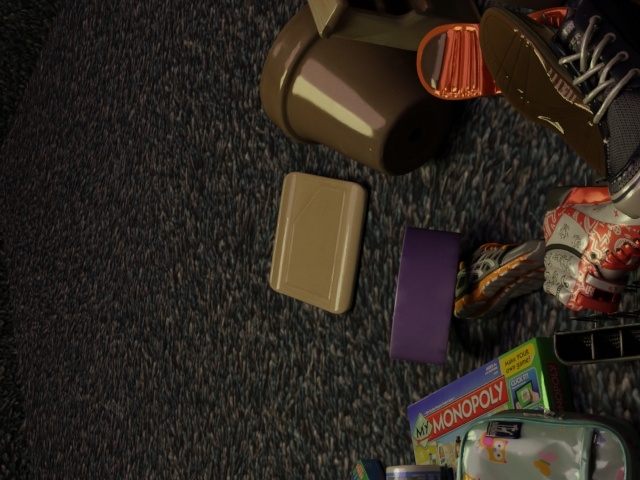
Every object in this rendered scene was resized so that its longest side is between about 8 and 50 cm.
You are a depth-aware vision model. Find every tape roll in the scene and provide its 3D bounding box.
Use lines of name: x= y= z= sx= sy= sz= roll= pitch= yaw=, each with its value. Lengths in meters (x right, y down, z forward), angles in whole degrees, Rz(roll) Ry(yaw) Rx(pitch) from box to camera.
tape roll: x=0.148 y=0.078 z=1.862 sx=0.189 sy=0.080 sz=0.189 roll=6 pitch=-90 yaw=-85

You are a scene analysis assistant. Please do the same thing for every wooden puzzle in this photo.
wooden puzzle: x=0.000 y=0.000 z=2.284 sx=0.238 sy=0.044 sz=0.221 roll=15 pitch=98 yaw=56

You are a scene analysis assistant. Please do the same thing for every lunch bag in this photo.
lunch bag: x=0.278 y=0.335 z=1.576 sx=0.224 sy=0.108 sz=0.279 roll=0 pitch=88 yaw=30

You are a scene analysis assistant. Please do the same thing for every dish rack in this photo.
dish rack: x=0.368 y=0.011 z=1.571 sx=0.208 sy=0.074 sz=0.272 roll=-15 pitch=71 yaw=58

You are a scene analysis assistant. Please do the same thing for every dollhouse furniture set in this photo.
dollhouse furniture set: x=0.169 y=-0.461 z=1.822 sx=0.394 sy=0.256 sz=0.362 roll=-56 pitch=40 yaw=42

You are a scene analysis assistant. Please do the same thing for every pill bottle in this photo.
pill bottle: x=0.132 y=0.382 z=1.839 sx=0.078 sy=0.078 sz=0.137 roll=-21 pitch=68 yaw=59

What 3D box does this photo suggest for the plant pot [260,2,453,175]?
plant pot: x=0.078 y=-0.221 z=2.005 sx=0.229 sy=0.263 sz=0.263 roll=43 pitch=125 yaw=33

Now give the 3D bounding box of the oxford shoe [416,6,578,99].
oxford shoe: x=0.302 y=-0.233 z=1.690 sx=0.363 sy=0.132 sz=0.130 roll=12 pitch=104 yaw=41

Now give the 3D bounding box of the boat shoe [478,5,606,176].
boat shoe: x=0.299 y=-0.181 z=1.566 sx=0.285 sy=0.089 sz=0.105 roll=50 pitch=150 yaw=25

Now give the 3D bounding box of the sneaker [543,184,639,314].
sneaker: x=0.341 y=0.010 z=1.462 sx=0.270 sy=0.090 sz=0.145 roll=-2 pitch=81 yaw=64

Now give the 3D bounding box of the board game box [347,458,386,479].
board game box: x=0.062 y=0.474 z=2.087 sx=0.211 sy=0.039 sz=0.160 roll=-64 pitch=35 yaw=34

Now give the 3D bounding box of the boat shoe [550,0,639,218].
boat shoe: x=0.304 y=-0.157 z=1.373 sx=0.127 sy=0.158 sz=0.340 roll=-52 pitch=6 yaw=33

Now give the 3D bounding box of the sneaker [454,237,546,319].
sneaker: x=0.242 y=0.038 z=1.791 sx=0.215 sy=0.084 sz=0.083 roll=-39 pitch=47 yaw=54

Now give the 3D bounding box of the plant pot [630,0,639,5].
plant pot: x=0.416 y=-0.292 z=1.499 sx=0.095 sy=0.134 sz=0.134 roll=-55 pitch=33 yaw=3

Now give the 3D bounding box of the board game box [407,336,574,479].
board game box: x=0.234 y=0.283 z=1.800 sx=0.317 sy=0.046 sz=0.214 roll=-40 pitch=52 yaw=52
